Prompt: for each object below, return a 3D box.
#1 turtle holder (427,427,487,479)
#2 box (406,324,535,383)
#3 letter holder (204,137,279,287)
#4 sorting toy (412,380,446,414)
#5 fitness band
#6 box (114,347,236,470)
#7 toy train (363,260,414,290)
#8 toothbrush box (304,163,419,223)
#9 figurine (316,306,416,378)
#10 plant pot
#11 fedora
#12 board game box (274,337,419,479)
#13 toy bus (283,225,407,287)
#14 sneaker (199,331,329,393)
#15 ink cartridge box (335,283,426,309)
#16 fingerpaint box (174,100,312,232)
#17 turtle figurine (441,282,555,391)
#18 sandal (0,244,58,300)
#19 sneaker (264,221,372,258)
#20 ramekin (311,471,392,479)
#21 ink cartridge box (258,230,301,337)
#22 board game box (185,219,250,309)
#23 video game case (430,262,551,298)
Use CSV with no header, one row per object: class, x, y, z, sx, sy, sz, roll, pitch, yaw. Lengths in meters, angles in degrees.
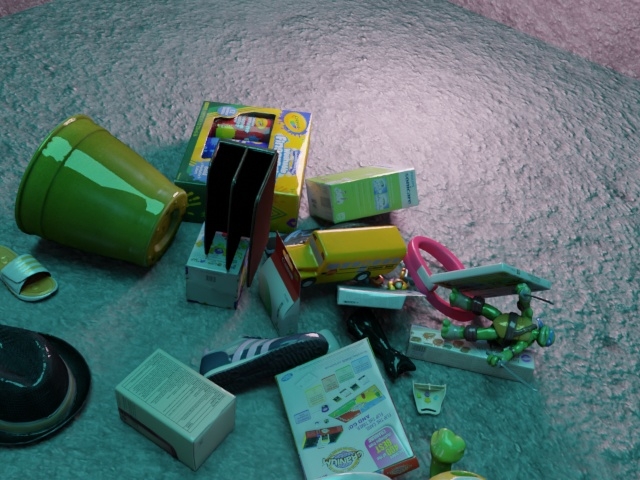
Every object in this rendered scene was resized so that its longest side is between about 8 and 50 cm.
turtle holder,0.288,0.561,1.452,0.243,0.228,0.320,21,45,16
box,0.384,0.292,1.873,0.323,0.067,0.063,11,42,6
letter holder,-0.210,-0.058,1.788,0.151,0.302,0.214,12,43,2
sorting toy,0.262,0.388,1.774,0.083,0.045,0.075,6,50,-1
fitness band,0.339,0.104,2.021,0.209,0.054,0.291,16,36,-35
box,-0.325,0.378,1.643,0.232,0.127,0.148,28,46,21
toy train,0.211,0.095,2.075,0.166,0.046,0.125,-23,51,-28
toothbrush box,0.123,-0.147,2.208,0.283,0.122,0.206,-14,15,-21
figurine,0.101,0.294,1.824,0.214,0.092,0.209,-26,56,-29
plant pot,-0.572,-0.106,2.004,0.352,0.367,0.366,26,45,4
fedora,-0.696,0.296,1.666,0.333,0.153,0.334,4,43,-4
board game box,0.052,0.403,1.639,0.242,0.064,0.317,-22,50,2
toy bus,0.060,0.039,1.961,0.332,0.130,0.108,-4,58,-32
sneaker,-0.142,0.265,1.766,0.318,0.112,0.131,-15,41,-5
ink cartridge box,0.152,0.150,1.913,0.223,0.045,0.223,4,0,0
fingerpaint box,-0.229,-0.245,2.297,0.370,0.163,0.445,7,43,1
turtle figurine,0.433,0.199,1.769,0.266,0.198,0.274,11,17,21
sandal,-0.819,0.070,1.948,0.265,0.076,0.102,30,48,23
sneaker,0.000,0.000,2.095,0.340,0.125,0.139,-10,27,-28
ramekin,0.026,0.563,1.392,0.277,0.277,0.135,-6,51,-13
ink cartridge box,-0.108,0.117,1.879,0.056,0.225,0.181,-15,47,-18
board game box,-0.265,0.034,2.008,0.144,0.142,0.275,11,43,2
video game case,0.430,0.105,1.848,0.206,0.227,0.026,19,69,-38
